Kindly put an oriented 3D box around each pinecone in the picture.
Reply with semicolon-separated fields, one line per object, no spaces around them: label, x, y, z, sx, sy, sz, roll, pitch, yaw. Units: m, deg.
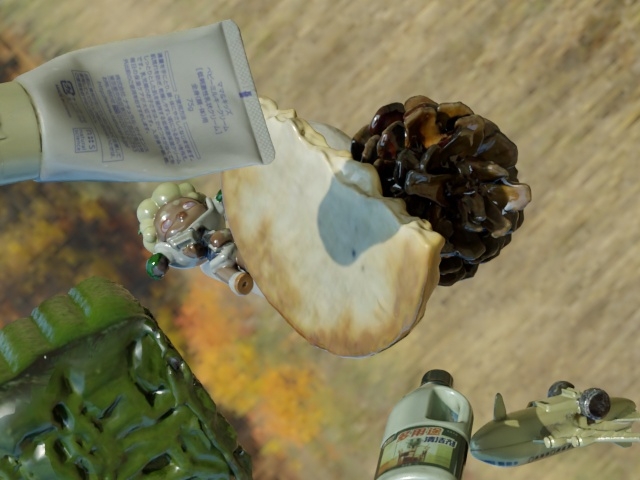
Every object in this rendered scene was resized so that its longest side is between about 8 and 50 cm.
pinecone;0.109;-0.051;1.553;0.184;0.179;0.204;41;174;3

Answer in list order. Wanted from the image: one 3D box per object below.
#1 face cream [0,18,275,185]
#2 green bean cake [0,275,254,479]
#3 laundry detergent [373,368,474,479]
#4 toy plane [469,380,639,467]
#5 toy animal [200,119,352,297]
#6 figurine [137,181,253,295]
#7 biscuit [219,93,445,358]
face cream;-0.146;-0.089;1.153;0.070;0.224;0.114;-27;78;62
green bean cake;-0.288;0.255;1.976;0.335;0.319;0.218;57;170;-25
laundry detergent;0.116;0.214;1.733;0.070;0.099;0.225;61;-156;-21
toy plane;0.283;0.217;1.899;0.229;0.244;0.092;-170;79;-64
toy animal;-0.023;-0.047;2.318;0.272;0.265;0.206;25;160;-6
figurine;-0.141;-0.004;1.873;0.197;0.147;0.093;26;156;50
biscuit;0.000;0.000;1.508;0.309;0.040;0.204;39;132;38
